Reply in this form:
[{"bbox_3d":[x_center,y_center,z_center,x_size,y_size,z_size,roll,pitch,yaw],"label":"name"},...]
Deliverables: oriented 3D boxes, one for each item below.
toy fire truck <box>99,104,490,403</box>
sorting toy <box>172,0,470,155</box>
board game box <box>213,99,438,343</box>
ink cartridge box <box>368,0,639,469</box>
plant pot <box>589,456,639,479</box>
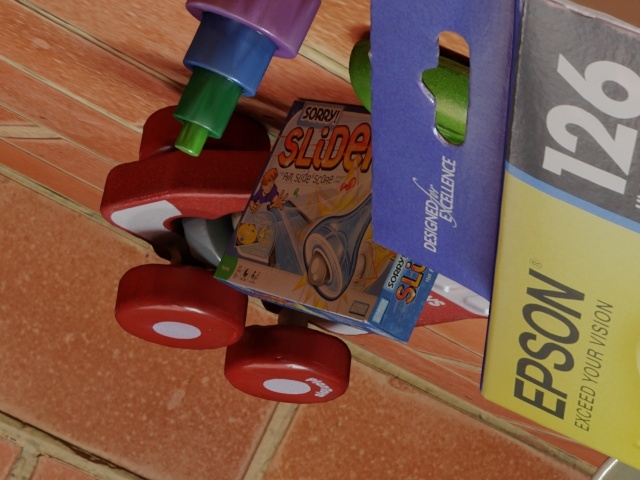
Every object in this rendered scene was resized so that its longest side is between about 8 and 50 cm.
[{"bbox_3d":[0.000,0.000,1.481,0.254,0.169,0.302,-12,150,38],"label":"toy fire truck"},{"bbox_3d":[0.073,-0.019,1.087,0.365,0.126,0.127,27,173,-18],"label":"sorting toy"},{"bbox_3d":[0.017,-0.017,1.255,0.035,0.136,0.201,29,172,-30],"label":"board game box"},{"bbox_3d":[0.144,-0.001,0.796,0.307,0.072,0.303,22,150,15],"label":"ink cartridge box"},{"bbox_3d":[0.306,0.163,1.078,0.256,0.256,0.274,22,-152,28],"label":"plant pot"}]
